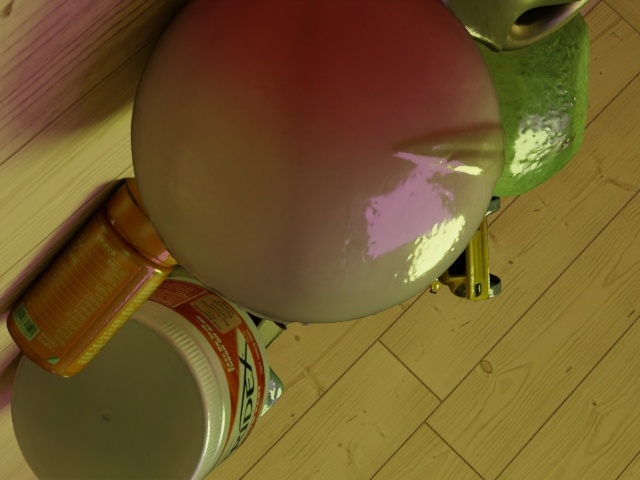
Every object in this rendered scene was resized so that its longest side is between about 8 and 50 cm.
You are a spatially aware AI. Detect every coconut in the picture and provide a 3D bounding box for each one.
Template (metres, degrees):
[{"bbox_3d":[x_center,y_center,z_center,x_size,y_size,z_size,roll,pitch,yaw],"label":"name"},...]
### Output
[{"bbox_3d":[0.185,-0.201,1.688,0.328,0.328,0.281,120,-15,-68],"label":"coconut"}]

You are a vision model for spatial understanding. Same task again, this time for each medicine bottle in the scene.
[{"bbox_3d":[-0.211,0.184,1.574,0.252,0.252,0.241,-48,174,17],"label":"medicine bottle"},{"bbox_3d":[-0.219,0.039,1.287,0.192,0.096,0.096,-48,174,13],"label":"medicine bottle"}]

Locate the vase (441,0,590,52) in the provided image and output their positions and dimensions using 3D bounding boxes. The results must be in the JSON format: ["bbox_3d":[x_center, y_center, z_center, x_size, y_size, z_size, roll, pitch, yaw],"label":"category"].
[{"bbox_3d":[0.203,-0.289,1.197,0.302,0.241,0.329,-40,153,-3],"label":"vase"}]

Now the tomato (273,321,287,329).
[{"bbox_3d":[0.002,0.006,1.860,0.309,0.170,0.309,-41,-155,24],"label":"tomato"}]

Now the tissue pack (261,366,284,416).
[{"bbox_3d":[-0.191,0.199,1.951,0.185,0.257,0.081,-45,-144,-14],"label":"tissue pack"}]

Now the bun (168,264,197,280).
[{"bbox_3d":[-0.200,0.093,1.766,0.183,0.102,0.183,-42,-163,16],"label":"bun"}]

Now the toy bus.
[{"bbox_3d":[0.171,-0.024,1.856,0.331,0.151,0.145,-89,176,-72],"label":"toy bus"}]

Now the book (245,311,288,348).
[{"bbox_3d":[-0.095,0.078,2.155,0.371,0.043,0.260,125,-22,-60],"label":"book"}]

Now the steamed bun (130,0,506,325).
[{"bbox_3d":[0.000,-0.107,1.000,0.309,0.309,0.309,-45,174,-6],"label":"steamed bun"}]
